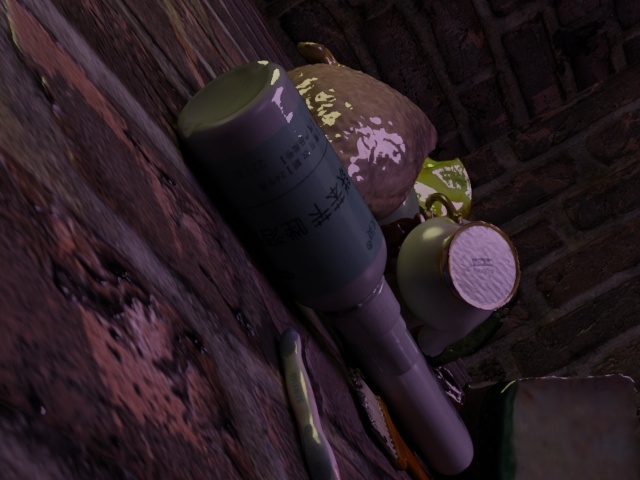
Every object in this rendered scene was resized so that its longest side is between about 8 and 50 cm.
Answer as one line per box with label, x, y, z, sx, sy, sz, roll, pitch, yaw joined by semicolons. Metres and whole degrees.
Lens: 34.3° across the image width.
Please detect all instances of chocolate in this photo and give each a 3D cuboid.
chocolate;0.149;0.175;1.507;0.102;0.065;0.329;37;7;-6

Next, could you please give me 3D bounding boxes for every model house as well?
model house;0.288;0.339;1.418;0.284;0.243;0.298;149;-60;-72

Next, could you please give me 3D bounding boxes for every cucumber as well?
cucumber;0.167;0.098;1.386;0.086;0.115;0.193;4;20;-32

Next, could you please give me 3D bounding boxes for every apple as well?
apple;0.141;-0.061;1.786;0.246;0.246;0.226;60;14;-9

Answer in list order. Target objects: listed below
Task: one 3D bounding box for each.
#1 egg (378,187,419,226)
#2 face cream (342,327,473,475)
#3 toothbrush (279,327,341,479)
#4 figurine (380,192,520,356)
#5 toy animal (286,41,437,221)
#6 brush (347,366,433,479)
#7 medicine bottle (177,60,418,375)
egg;0.066;-0.062;1.601;0.192;0.149;0.149;43;10;-12
face cream;0.081;0.139;1.173;0.291;0.071;0.144;58;-3;-31
toothbrush;-0.003;0.141;0.734;0.269;0.021;0.027;-110;175;-57
figurine;0.119;0.047;1.259;0.263;0.142;0.189;-18;-111;60
toy animal;0.019;-0.123;1.320;0.226;0.188;0.358;29;20;4
brush;0.102;0.248;1.145;0.314;0.017;0.090;55;11;-45
medicine bottle;0.000;0.000;0.981;0.352;0.110;0.110;57;7;-32
